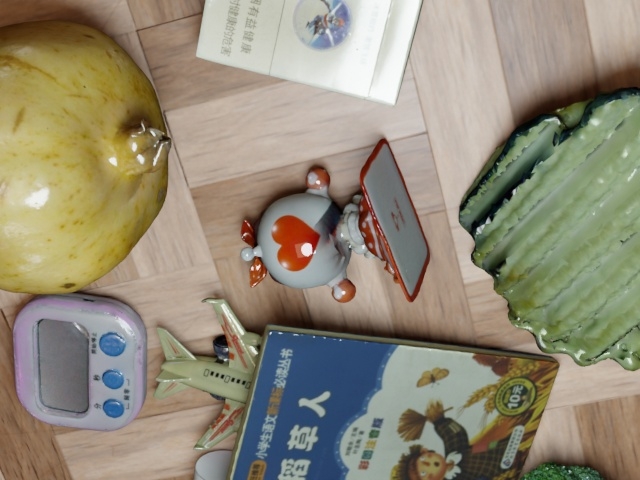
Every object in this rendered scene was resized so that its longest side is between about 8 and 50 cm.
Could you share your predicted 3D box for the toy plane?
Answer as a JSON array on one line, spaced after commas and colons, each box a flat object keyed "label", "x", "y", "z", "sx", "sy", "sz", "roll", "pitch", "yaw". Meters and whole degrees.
[{"label": "toy plane", "x": -0.115, "y": 0.200, "z": 1.338, "sx": 0.256, "sy": 0.104, "sz": 0.241, "roll": 8, "pitch": 109, "yaw": 3}]

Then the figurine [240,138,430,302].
[{"label": "figurine", "x": 0.000, "y": 0.000, "z": 1.237, "sx": 0.226, "sy": 0.160, "sz": 0.183, "roll": -16, "pitch": 108, "yaw": 21}]

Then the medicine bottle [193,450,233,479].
[{"label": "medicine bottle", "x": -0.152, "y": 0.420, "z": 1.428, "sx": 0.103, "sy": 0.102, "sz": 0.186, "roll": 8, "pitch": 111, "yaw": 3}]

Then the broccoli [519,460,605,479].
[{"label": "broccoli", "x": 0.335, "y": 0.447, "z": 1.316, "sx": 0.270, "sy": 0.270, "sz": 0.270, "roll": -33, "pitch": 105, "yaw": 27}]

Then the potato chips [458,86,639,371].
[{"label": "potato chips", "x": 0.376, "y": -0.022, "z": 1.155, "sx": 0.358, "sy": 0.070, "sz": 0.429, "roll": 39, "pitch": 127, "yaw": -1}]

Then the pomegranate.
[{"label": "pomegranate", "x": -0.322, "y": -0.095, "z": 1.124, "sx": 0.343, "sy": 0.342, "sz": 0.342, "roll": 2, "pitch": 111, "yaw": 5}]

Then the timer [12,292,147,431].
[{"label": "timer", "x": -0.346, "y": 0.174, "z": 1.371, "sx": 0.191, "sy": 0.069, "sz": 0.208, "roll": 7, "pitch": 113, "yaw": 3}]

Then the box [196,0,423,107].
[{"label": "box", "x": -0.010, "y": -0.278, "z": 1.160, "sx": 0.257, "sy": 0.069, "sz": 0.164, "roll": 14, "pitch": 112, "yaw": 1}]

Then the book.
[{"label": "book", "x": 0.097, "y": 0.270, "z": 1.312, "sx": 0.428, "sy": 0.039, "sz": 0.299, "roll": 8, "pitch": 113, "yaw": -17}]
